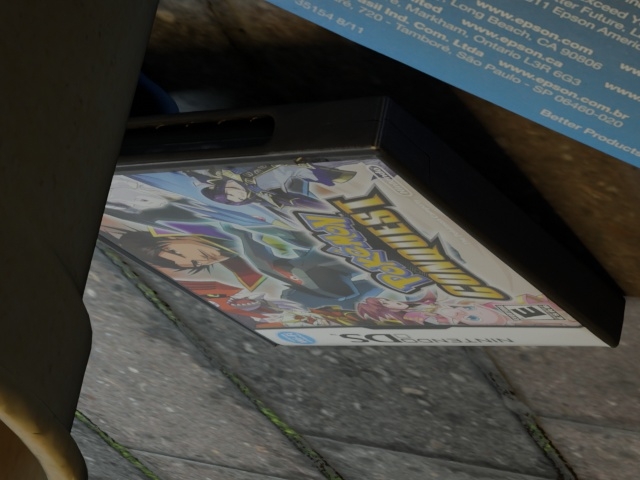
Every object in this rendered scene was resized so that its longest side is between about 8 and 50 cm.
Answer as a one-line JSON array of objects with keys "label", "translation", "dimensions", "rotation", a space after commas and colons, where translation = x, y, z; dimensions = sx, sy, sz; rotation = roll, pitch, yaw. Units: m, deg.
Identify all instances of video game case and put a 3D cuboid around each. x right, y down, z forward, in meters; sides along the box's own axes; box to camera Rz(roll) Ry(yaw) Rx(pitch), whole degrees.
[{"label": "video game case", "translation": [0.000, 0.000, 1.059], "dimensions": [0.248, 0.035, 0.275], "rotation": [-2, 157, 35]}]

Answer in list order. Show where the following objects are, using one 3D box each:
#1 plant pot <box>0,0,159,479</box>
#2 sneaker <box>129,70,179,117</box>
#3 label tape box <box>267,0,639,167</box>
[{"label": "plant pot", "translation": [-0.190, -0.099, 0.710], "dimensions": [0.333, 0.305, 0.334], "rotation": [17, 158, 7]}, {"label": "sneaker", "translation": [-0.134, -0.090, 1.018], "dimensions": [0.059, 0.053, 0.144], "rotation": [-2, 157, 44]}, {"label": "label tape box", "translation": [0.126, -0.145, 0.595], "dimensions": [0.240, 0.106, 0.334], "rotation": [23, 157, -7]}]
